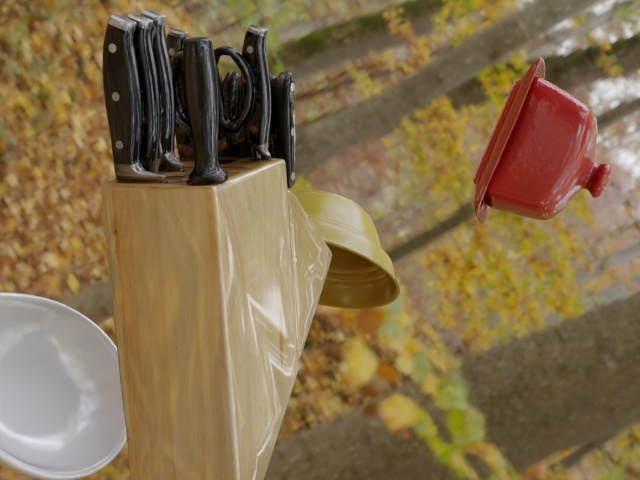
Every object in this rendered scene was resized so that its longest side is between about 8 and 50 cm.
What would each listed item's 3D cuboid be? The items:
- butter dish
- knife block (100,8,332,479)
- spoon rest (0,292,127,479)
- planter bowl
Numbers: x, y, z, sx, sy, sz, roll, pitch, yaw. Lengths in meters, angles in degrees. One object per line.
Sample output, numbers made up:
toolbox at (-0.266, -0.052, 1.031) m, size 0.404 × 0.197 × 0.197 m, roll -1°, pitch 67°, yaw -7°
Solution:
butter dish at (0.222, -0.077, 1.197) m, size 0.118 × 0.160 × 0.160 m, roll 22°, pitch 0°, yaw 11°
knife block at (-0.087, 0.000, 0.800) m, size 0.242 × 0.088 × 0.276 m, roll 55°, pitch 45°, yaw -50°
spoon rest at (-0.250, 0.083, 0.838) m, size 0.276 × 0.084 × 0.137 m, roll 18°, pitch 52°, yaw -28°
planter bowl at (0.000, 0.000, 1.501) m, size 0.217 × 0.217 × 0.090 m, roll 63°, pitch 39°, yaw -61°
